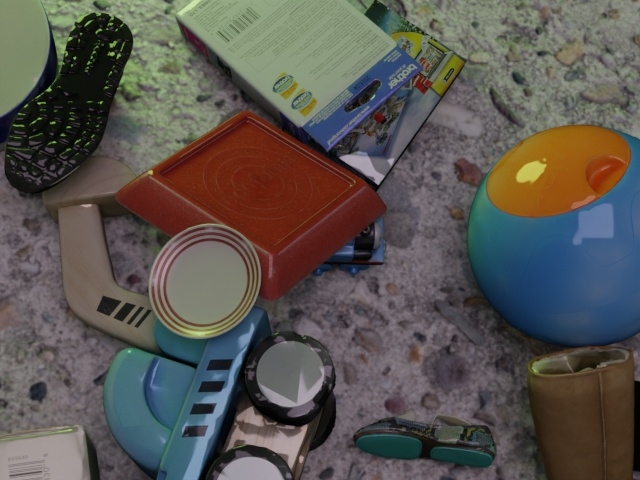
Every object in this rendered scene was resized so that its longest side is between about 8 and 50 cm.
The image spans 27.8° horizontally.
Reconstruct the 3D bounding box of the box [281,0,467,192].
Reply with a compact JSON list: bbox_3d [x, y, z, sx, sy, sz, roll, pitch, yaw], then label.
[{"bbox_3d":[0.076,-0.203,1.807,0.159,0.044,0.233,35,73,4],"label":"box"}]

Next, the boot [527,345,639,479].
[{"bbox_3d":[0.385,0.261,1.622,0.236,0.089,0.269,-11,110,-9],"label":"boot"}]

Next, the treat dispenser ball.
[{"bbox_3d":[0.332,-0.005,1.656,0.288,0.288,0.288,2,74,-6],"label":"treat dispenser ball"}]

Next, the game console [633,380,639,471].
[{"bbox_3d":[0.388,0.249,1.736,0.107,0.071,0.122,-6,72,23],"label":"game console"}]

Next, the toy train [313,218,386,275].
[{"bbox_3d":[0.000,0.000,1.709,0.184,0.105,0.080,2,74,-6],"label":"toy train"}]

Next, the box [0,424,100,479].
[{"bbox_3d":[-0.325,0.309,1.515,0.127,0.232,0.149,-7,75,-9],"label":"box"}]

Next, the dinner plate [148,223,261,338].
[{"bbox_3d":[-0.136,0.049,1.529,0.141,0.017,0.141,-5,73,15],"label":"dinner plate"}]

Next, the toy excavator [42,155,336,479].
[{"bbox_3d":[-0.192,0.138,1.609,0.445,0.222,0.433,17,72,7],"label":"toy excavator"}]

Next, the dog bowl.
[{"bbox_3d":[-0.487,-0.247,1.720,0.265,0.104,0.265,2,74,-6],"label":"dog bowl"}]

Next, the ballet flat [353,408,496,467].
[{"bbox_3d":[0.136,0.254,1.685,0.188,0.070,0.070,11,73,-6],"label":"ballet flat"}]

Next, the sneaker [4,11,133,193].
[{"bbox_3d":[-0.324,-0.156,1.689,0.107,0.124,0.283,25,57,-3],"label":"sneaker"}]

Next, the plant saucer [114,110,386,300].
[{"bbox_3d":[-0.082,-0.064,1.640,0.259,0.048,0.258,32,44,20],"label":"plant saucer"}]

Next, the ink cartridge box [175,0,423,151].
[{"bbox_3d":[-0.029,-0.261,1.765,0.186,0.065,0.311,-42,66,-13],"label":"ink cartridge box"}]
